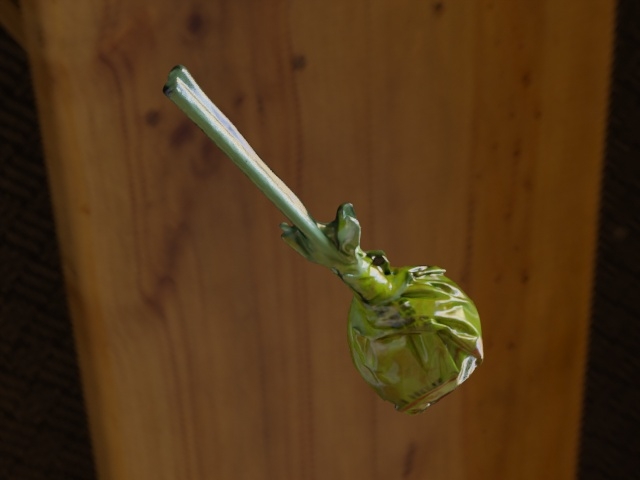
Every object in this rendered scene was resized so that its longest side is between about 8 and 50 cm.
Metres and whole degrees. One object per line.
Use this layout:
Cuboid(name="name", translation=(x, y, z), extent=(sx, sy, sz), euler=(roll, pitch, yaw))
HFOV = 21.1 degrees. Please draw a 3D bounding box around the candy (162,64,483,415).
Cuboid(name="candy", translation=(0.002, -0.002, 0.918), extent=(0.077, 0.073, 0.262), euler=(-23, 128, 27))
